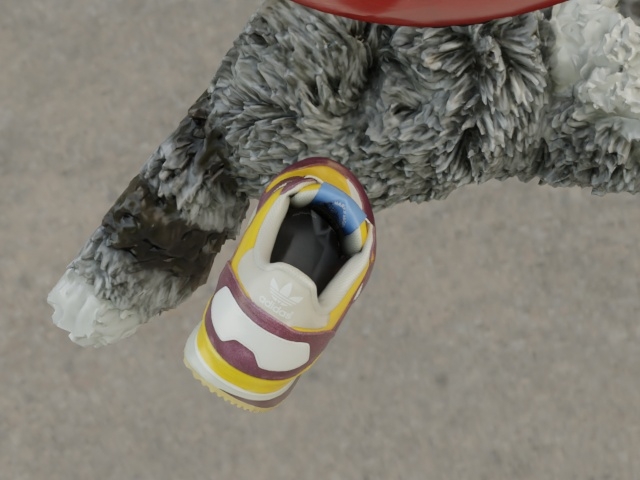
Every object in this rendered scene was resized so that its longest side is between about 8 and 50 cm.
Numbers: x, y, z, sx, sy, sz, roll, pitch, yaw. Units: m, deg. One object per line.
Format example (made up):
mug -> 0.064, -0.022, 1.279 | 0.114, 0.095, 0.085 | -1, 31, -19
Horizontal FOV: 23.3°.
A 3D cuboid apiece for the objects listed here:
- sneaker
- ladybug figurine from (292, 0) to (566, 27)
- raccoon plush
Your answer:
sneaker -> 0.000, 0.000, 0.720 | 0.069, 0.084, 0.185 | 31, 34, -6
ladybug figurine -> 0.131, -0.234, 0.655 | 0.449, 0.162, 0.305 | -31, 37, 25
raccoon plush -> 0.070, -0.039, 1.021 | 0.299, 0.446, 0.216 | 39, 27, -3
